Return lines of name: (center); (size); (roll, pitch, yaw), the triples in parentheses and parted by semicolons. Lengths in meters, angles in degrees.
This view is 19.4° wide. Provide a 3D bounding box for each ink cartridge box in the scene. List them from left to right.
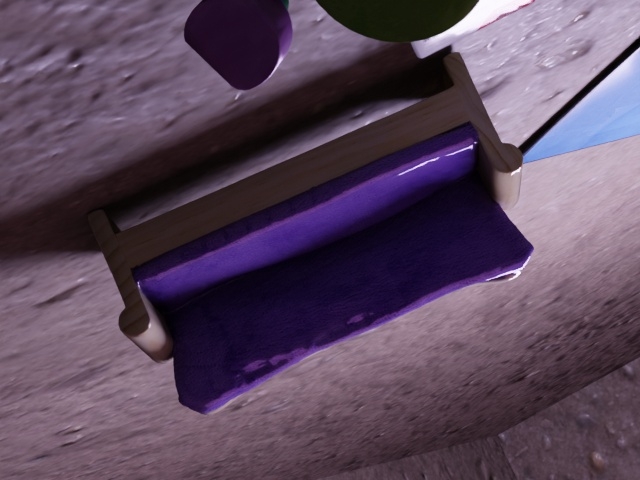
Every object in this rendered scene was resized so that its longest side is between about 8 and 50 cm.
ink cartridge box: (0.094, -0.190, 1.323); (0.099, 0.056, 0.135); (-26, 166, 4)

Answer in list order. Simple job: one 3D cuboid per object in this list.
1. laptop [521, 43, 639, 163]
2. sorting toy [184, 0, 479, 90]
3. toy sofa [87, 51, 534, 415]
laptop: (0.487, -0.113, 1.918); (0.236, 0.408, 0.382); (-56, -173, -35)
sorting toy: (0.078, -0.216, 1.187); (0.365, 0.127, 0.126); (-28, -165, 26)
toy sofa: (0.000, 0.000, 1.612); (0.362, 0.177, 0.150); (-24, 166, -1)
